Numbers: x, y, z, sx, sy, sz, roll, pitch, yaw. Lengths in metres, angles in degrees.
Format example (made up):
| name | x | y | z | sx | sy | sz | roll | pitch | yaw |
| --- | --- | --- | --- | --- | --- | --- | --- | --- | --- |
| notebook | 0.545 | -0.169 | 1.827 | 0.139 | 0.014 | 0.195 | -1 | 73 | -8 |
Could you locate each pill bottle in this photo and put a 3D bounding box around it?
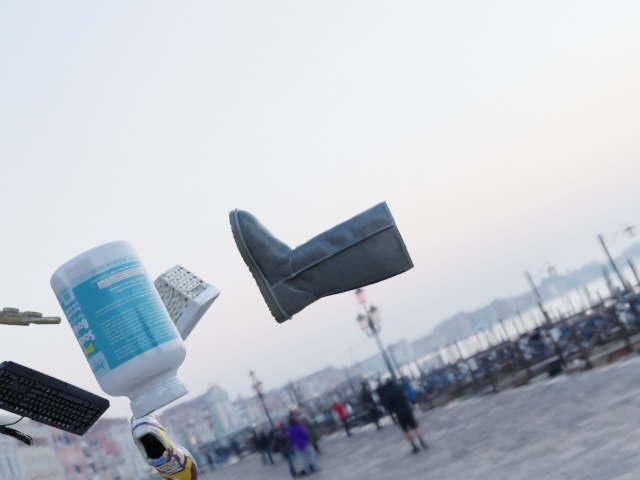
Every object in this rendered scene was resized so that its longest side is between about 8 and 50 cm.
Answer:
| name | x | y | z | sx | sy | sz | roll | pitch | yaw |
| --- | --- | --- | --- | --- | --- | --- | --- | --- | --- |
| pill bottle | -0.307 | 0.143 | 1.386 | 0.146 | 0.264 | 0.146 | -28 | -7 | -4 |

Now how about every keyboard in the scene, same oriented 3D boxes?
| name | x | y | z | sx | sy | sz | roll | pitch | yaw |
| --- | --- | --- | --- | --- | --- | --- | --- | --- | --- |
| keyboard | -0.633 | 0.376 | 1.933 | 0.201 | 0.033 | 0.317 | -42 | -43 | 10 |

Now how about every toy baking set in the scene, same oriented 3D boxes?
| name | x | y | z | sx | sy | sz | roll | pitch | yaw |
| --- | --- | --- | --- | --- | --- | --- | --- | --- | --- |
| toy baking set | -0.642 | 0.137 | 1.718 | 0.256 | 0.030 | 0.197 | 4 | -15 | -5 |

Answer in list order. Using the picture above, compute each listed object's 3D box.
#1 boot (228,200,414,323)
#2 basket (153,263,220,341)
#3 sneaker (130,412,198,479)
| name | x | y | z | sx | sy | sz | roll | pitch | yaw |
| --- | --- | --- | --- | --- | --- | --- | --- | --- | --- |
| boot | 0.000 | -0.001 | 1.214 | 0.208 | 0.190 | 0.076 | -28 | 3 | 11 |
| basket | -0.290 | 0.139 | 1.691 | 0.167 | 0.103 | 0.113 | -52 | -4 | 18 |
| sneaker | -0.287 | 0.398 | 1.609 | 0.069 | 0.185 | 0.084 | -34 | 23 | 2 |
